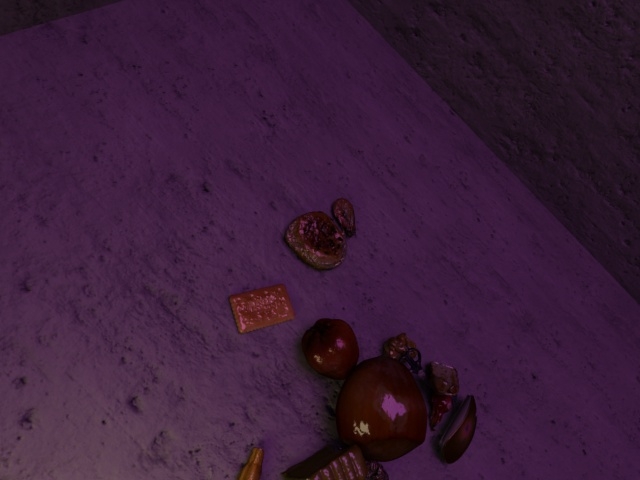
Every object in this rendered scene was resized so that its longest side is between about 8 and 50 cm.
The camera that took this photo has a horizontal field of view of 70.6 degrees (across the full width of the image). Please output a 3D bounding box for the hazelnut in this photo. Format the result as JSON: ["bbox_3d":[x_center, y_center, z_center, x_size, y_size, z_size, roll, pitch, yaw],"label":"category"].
[{"bbox_3d":[0.228,0.618,1.659,0.365,0.366,0.366,13,59,-23],"label":"hazelnut"}]

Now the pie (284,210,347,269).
[{"bbox_3d":[-0.001,0.000,2.008,0.308,0.085,0.309,14,59,-24],"label":"pie"}]

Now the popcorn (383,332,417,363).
[{"bbox_3d":[0.345,0.468,1.940,0.145,0.126,0.126,17,35,0],"label":"popcorn"}]

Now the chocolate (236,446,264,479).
[{"bbox_3d":[-0.239,0.783,1.464,0.085,0.085,0.220,29,52,-13],"label":"chocolate"}]

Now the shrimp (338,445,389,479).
[{"bbox_3d":[0.156,0.824,1.669,0.232,0.079,0.090,36,91,-6],"label":"shrimp"}]

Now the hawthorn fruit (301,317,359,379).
[{"bbox_3d":[0.050,0.435,1.740,0.224,0.224,0.261,-43,111,-38],"label":"hawthorn fruit"}]

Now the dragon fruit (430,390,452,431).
[{"bbox_3d":[0.512,0.716,1.923,0.094,0.094,0.191,23,63,-17],"label":"dragon fruit"}]

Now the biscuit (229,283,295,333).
[{"bbox_3d":[-0.225,0.262,1.775,0.249,0.030,0.160,-9,70,-33],"label":"biscuit"}]

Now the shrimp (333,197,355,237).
[{"bbox_3d":[0.117,-0.107,2.155,0.115,0.051,0.217,-1,66,-23],"label":"shrimp"}]

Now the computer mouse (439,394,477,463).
[{"bbox_3d":[0.599,0.795,1.908,0.310,0.071,0.159,-39,123,-38],"label":"computer mouse"}]

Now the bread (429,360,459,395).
[{"bbox_3d":[0.522,0.591,1.929,0.128,0.088,0.232,26,11,8],"label":"bread"}]

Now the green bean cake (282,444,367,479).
[{"bbox_3d":[0.021,0.786,1.511,0.232,0.236,0.124,-17,77,-33],"label":"green bean cake"}]

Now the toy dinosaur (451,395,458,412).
[{"bbox_3d":[0.582,0.689,1.995,0.049,0.055,0.154,-3,65,-35],"label":"toy dinosaur"}]

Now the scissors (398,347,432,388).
[{"bbox_3d":[0.424,0.561,1.918,0.109,0.022,0.300,-44,123,-8],"label":"scissors"}]
